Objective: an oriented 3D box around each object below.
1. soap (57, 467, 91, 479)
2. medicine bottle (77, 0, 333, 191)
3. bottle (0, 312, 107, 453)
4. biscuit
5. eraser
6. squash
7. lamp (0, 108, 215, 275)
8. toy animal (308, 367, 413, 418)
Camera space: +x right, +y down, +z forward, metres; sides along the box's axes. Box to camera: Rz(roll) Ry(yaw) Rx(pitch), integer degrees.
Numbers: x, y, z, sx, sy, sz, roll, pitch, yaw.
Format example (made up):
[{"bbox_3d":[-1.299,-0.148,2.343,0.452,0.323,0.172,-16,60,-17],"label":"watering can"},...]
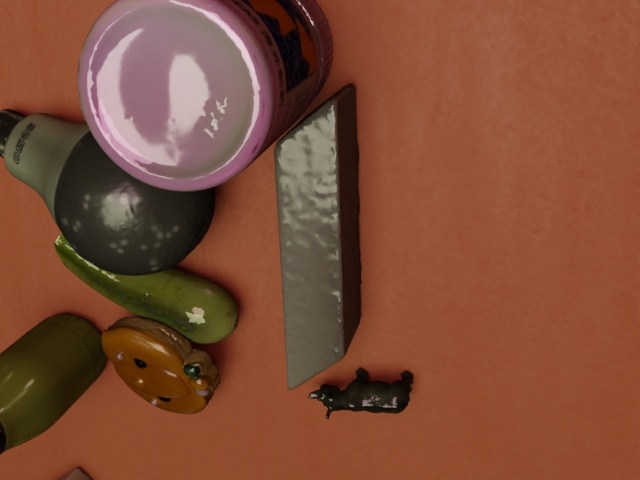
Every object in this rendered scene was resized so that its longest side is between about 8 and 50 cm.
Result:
[{"bbox_3d":[-0.396,0.434,1.245,0.183,0.064,0.121,-35,97,22],"label":"soap"},{"bbox_3d":[-0.096,-0.171,0.821,0.178,0.290,0.178,5,112,12],"label":"medicine bottle"},{"bbox_3d":[-0.370,0.188,1.038,0.112,0.260,0.112,4,111,12],"label":"bottle"},{"bbox_3d":[-0.205,0.171,1.067,0.170,0.050,0.170,19,141,16],"label":"biscuit"},{"bbox_3d":[-0.001,0.000,0.962,0.077,0.111,0.352,4,111,14],"label":"eraser"},{"bbox_3d":[-0.218,0.056,1.056,0.250,0.083,0.083,27,114,6],"label":"squash"},{"bbox_3d":[-0.276,-0.060,0.972,0.314,0.182,0.182,9,112,16],"label":"lamp"},{"bbox_3d":[0.049,0.195,1.049,0.136,0.065,0.047,0,109,14],"label":"toy animal"}]
